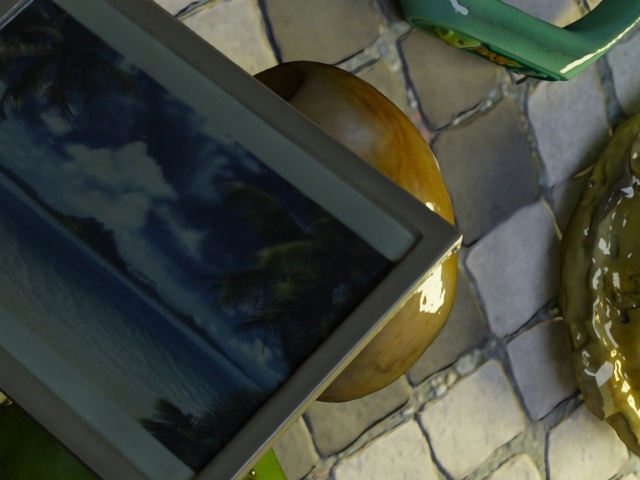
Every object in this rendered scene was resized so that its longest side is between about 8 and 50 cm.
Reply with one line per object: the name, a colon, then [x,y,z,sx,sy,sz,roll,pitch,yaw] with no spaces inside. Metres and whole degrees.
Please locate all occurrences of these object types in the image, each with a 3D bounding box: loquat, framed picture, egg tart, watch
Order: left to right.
framed picture: [-0.112,-0.013,0.951,0.232,0.315,0.024,-47,159,-17]
loquat: [0.000,0.000,1.075,0.179,0.179,0.227,-35,124,-22]
watch: [0.145,-0.215,1.192,0.237,0.068,0.195,20,86,-30]
egg tart: [0.334,0.020,1.315,0.341,0.132,0.341,-6,101,-32]

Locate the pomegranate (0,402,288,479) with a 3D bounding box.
pomegranate: [-0.097,0.190,1.026,0.302,0.236,0.236,25,85,-53]
